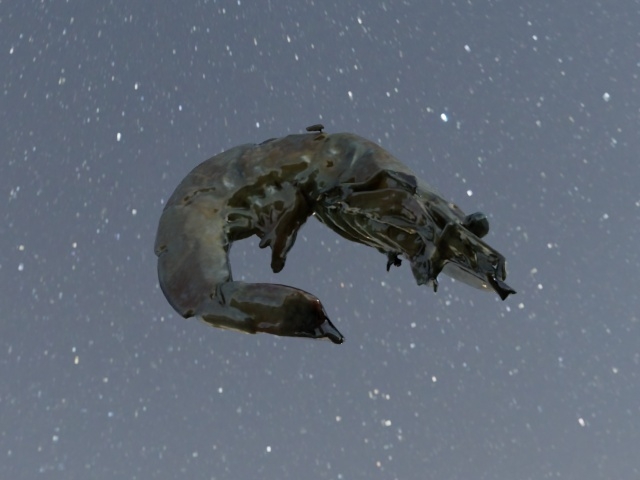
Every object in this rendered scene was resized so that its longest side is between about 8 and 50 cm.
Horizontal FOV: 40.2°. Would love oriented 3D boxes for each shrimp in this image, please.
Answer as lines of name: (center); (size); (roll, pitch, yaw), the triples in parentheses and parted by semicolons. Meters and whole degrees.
shrimp: (0.000, 0.000, 0.754); (0.247, 0.360, 0.085); (-47, -41, -30)
